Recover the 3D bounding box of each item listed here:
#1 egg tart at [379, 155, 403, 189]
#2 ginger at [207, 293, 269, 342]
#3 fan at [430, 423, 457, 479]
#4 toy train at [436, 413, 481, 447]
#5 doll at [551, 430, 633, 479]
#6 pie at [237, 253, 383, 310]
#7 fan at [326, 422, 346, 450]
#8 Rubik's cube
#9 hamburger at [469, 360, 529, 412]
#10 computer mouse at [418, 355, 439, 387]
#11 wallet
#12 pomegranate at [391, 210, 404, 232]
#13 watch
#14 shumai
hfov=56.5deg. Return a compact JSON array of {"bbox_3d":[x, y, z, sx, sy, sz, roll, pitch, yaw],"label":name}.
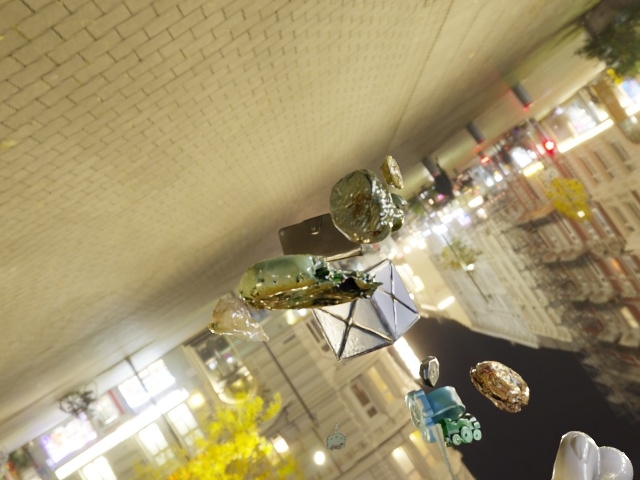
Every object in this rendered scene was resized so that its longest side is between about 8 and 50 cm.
[{"bbox_3d":[0.240,-0.230,2.023,0.052,0.130,0.130,-21,180,19],"label":"egg tart"},{"bbox_3d":[-0.235,0.238,1.786,0.193,0.122,0.115,22,164,-32],"label":"ginger"},{"bbox_3d":[0.402,0.738,1.719,0.233,0.414,0.012,-29,155,18],"label":"fan"},{"bbox_3d":[0.518,0.705,2.213,0.178,0.104,0.071,0,154,-32],"label":"toy train"},{"bbox_3d":[0.813,0.691,1.779,0.221,0.221,0.251,-36,172,37],"label":"doll"},{"bbox_3d":[-0.040,0.111,1.418,0.297,0.078,0.371,-19,158,38],"label":"pie"},{"bbox_3d":[0.044,0.545,1.654,0.056,0.083,0.004,-2,-167,-9],"label":"fan"},{"bbox_3d":[0.157,0.238,2.076,0.259,0.260,0.255,-25,-178,31],"label":"Rubik's cube"},{"bbox_3d":[0.634,0.511,2.105,0.106,0.231,0.231,-51,171,17],"label":"hamburger"},{"bbox_3d":[0.430,0.526,2.381,0.062,0.105,0.192,-8,-179,24],"label":"computer mouse"},{"bbox_3d":[0.000,0.000,2.369,0.378,0.197,0.051,-14,-178,35],"label":"wallet"},{"bbox_3d":[0.252,-0.077,2.262,0.115,0.114,0.142,-31,173,-30],"label":"pomegranate"},{"bbox_3d":[0.444,0.635,2.250,0.193,0.210,0.211,-12,170,-17],"label":"watch"},{"bbox_3d":[0.165,-0.100,1.972,0.189,0.255,0.218,-27,160,35],"label":"shumai"}]
